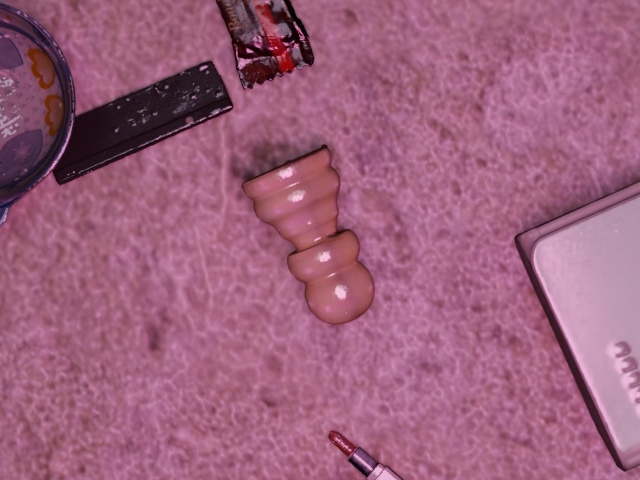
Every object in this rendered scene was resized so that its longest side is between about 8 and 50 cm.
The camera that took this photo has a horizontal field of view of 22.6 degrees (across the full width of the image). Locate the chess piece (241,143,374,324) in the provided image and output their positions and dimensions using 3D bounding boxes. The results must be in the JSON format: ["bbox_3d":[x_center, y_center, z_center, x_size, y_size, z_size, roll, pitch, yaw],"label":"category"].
[{"bbox_3d":[0.000,0.000,1.579,0.094,0.094,0.170,-26,93,2],"label":"chess piece"}]

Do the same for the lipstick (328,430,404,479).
[{"bbox_3d":[0.049,0.227,1.605,0.107,0.025,0.025,40,91,7],"label":"lipstick"}]

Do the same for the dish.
[{"bbox_3d":[-0.346,-0.135,1.590,0.228,0.086,0.236,17,91,3],"label":"dish"}]

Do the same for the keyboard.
[{"bbox_3d":[-0.186,-0.119,1.620,0.195,0.018,0.060,-23,82,2],"label":"keyboard"}]

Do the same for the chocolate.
[{"bbox_3d":[-0.072,-0.247,1.610,0.086,0.028,0.182,-20,91,4],"label":"chocolate"}]

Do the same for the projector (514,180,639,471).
[{"bbox_3d":[0.328,0.069,1.556,0.198,0.108,0.250,-25,87,2],"label":"projector"}]
